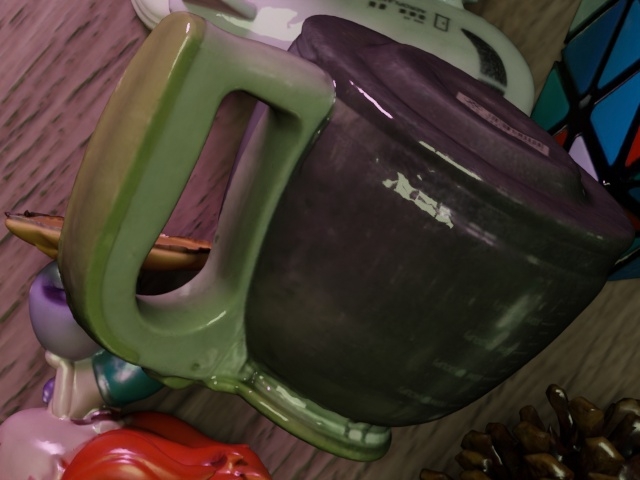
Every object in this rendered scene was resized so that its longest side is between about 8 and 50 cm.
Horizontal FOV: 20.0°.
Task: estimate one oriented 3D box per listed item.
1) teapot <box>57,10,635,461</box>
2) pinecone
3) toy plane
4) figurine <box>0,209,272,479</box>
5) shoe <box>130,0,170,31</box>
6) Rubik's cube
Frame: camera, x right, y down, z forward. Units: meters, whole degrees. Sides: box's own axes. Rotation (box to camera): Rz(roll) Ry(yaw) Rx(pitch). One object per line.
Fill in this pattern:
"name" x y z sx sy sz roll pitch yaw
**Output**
"teapot" 0.019 0.014 1.076 0.239 0.321 0.239 39 105 20
"pinecone" 0.157 0.194 1.210 0.212 0.186 0.169 -31 62 -20
"toy plane" 0.023 -0.130 1.255 0.266 0.122 0.267 0 90 -10
"figurine" -0.144 0.120 1.221 0.208 0.181 0.257 8 94 -28
"shoe" -0.085 -0.279 1.274 0.095 0.110 0.265 12 84 0
"Rubik's cube" 0.219 -0.122 1.241 0.284 0.250 0.234 -7 67 5
